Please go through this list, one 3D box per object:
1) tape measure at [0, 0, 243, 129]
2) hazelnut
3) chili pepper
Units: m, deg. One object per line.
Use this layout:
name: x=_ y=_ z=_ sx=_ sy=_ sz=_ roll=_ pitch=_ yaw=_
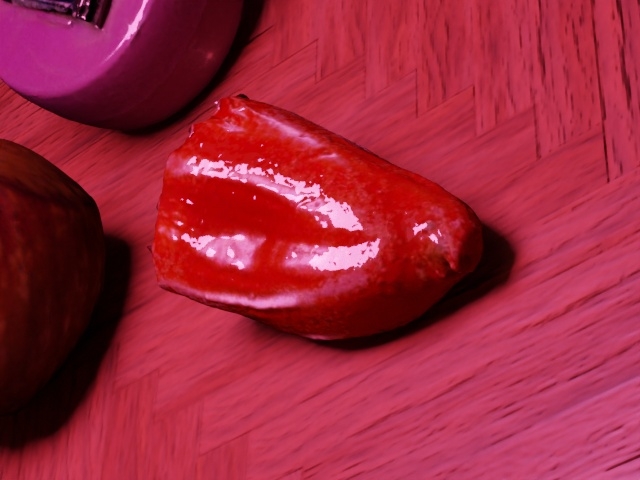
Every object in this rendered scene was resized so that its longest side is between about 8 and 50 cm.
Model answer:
tape measure: x=-0.187 y=-0.213 z=1.565 sx=0.245 sy=0.149 sz=0.231 roll=13 pitch=85 yaw=37
hazelnut: x=-0.262 y=0.030 z=1.472 sx=0.218 sy=0.218 sz=0.234 roll=-51 pitch=15 yaw=4
chili pepper: x=0.000 y=0.000 z=1.245 sx=0.144 sy=0.136 sz=0.253 roll=-37 pitch=35 yaw=-25
